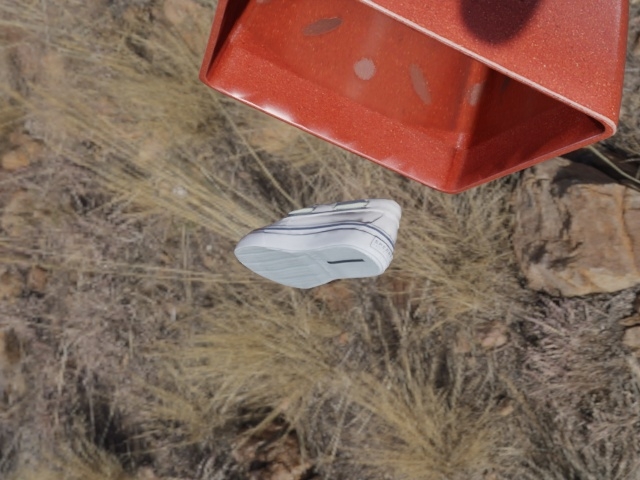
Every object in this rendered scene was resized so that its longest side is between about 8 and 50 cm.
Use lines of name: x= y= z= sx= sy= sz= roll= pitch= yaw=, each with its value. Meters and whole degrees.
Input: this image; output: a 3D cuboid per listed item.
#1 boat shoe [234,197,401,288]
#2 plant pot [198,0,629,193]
boat shoe: x=0.000 y=0.000 z=0.773 sx=0.226 sy=0.083 sz=0.076 roll=-1 pitch=50 yaw=45
plant pot: x=0.080 y=-0.212 z=0.575 sx=0.267 sy=0.267 sz=0.236 roll=157 pitch=135 yaw=-75
